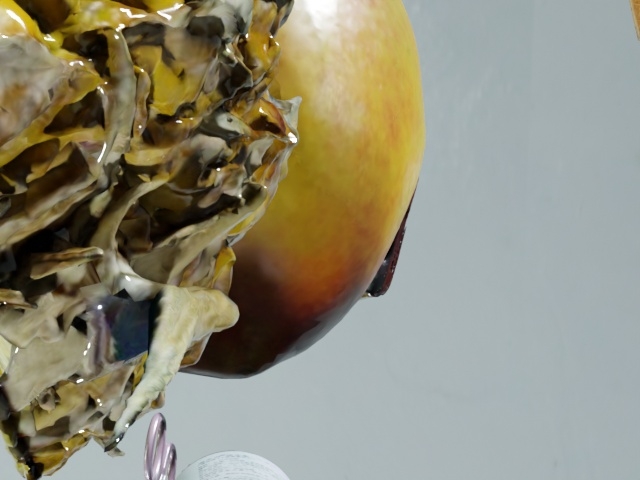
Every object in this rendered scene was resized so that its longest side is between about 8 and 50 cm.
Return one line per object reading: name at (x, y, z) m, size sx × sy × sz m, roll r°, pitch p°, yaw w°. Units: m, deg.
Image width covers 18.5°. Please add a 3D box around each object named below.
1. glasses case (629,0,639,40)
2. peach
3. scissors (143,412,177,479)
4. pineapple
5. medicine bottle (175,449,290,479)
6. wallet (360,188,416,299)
glasses case at (0.206, -0.204, 1.169) m, size 0.064 × 0.170 × 0.041 m, roll -33°, pitch 34°, yaw -25°
peach at (-0.072, -0.069, 1.267) m, size 0.307 × 0.308 × 0.332 m, roll -10°, pitch 60°, yaw 2°
scissors at (-0.126, 0.214, 1.417) m, size 0.022 × 0.085 × 0.176 m, roll 4°, pitch 56°, yaw 8°
pineapple at (-0.063, -0.021, 0.609) m, size 0.161 × 0.334 × 0.158 m, roll -26°, pitch 86°, yaw -17°
medicine bottle at (-0.081, 0.282, 1.871) m, size 0.141 × 0.293 × 0.141 m, roll -1°, pitch 97°, yaw -4°
wallet at (0.000, 0.000, 1.628) m, size 0.031 × 0.255 × 0.137 m, roll 32°, pitch 68°, yaw -23°
